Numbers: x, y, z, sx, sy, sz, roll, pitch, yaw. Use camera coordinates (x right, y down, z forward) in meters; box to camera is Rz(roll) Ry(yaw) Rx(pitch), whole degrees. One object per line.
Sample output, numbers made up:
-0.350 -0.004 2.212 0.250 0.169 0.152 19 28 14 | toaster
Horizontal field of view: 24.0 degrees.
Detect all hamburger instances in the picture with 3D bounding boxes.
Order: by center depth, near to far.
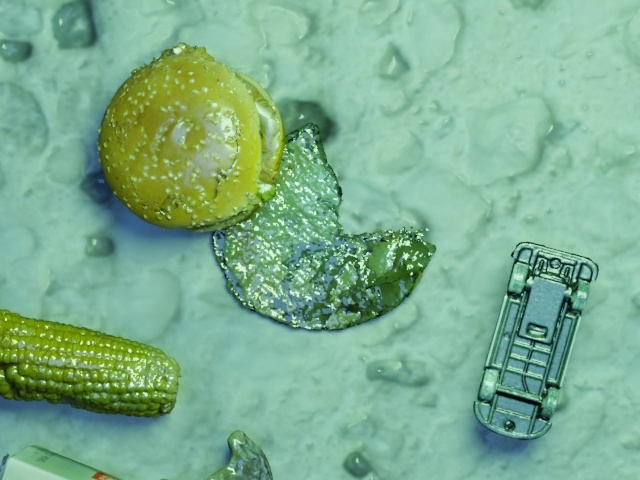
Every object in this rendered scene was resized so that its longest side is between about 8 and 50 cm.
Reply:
-0.131 -0.104 1.506 0.182 0.118 0.190 0 86 10 | hamburger

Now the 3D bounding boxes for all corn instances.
-0.301 0.120 1.548 0.320 0.097 0.097 12 94 1 | corn

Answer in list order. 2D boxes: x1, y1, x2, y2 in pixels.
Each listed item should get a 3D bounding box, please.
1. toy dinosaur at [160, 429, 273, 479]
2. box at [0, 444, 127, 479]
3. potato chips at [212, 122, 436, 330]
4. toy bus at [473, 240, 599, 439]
-0.133 0.339 1.539 0.162 0.077 0.294 10 103 -31 | toy dinosaur
-0.293 0.357 1.562 0.135 0.079 0.269 20 94 9 | box
0.000 0.000 1.556 0.220 0.029 0.202 31 95 4 | potato chips
0.212 0.100 1.514 0.087 0.089 0.193 15 94 4 | toy bus
